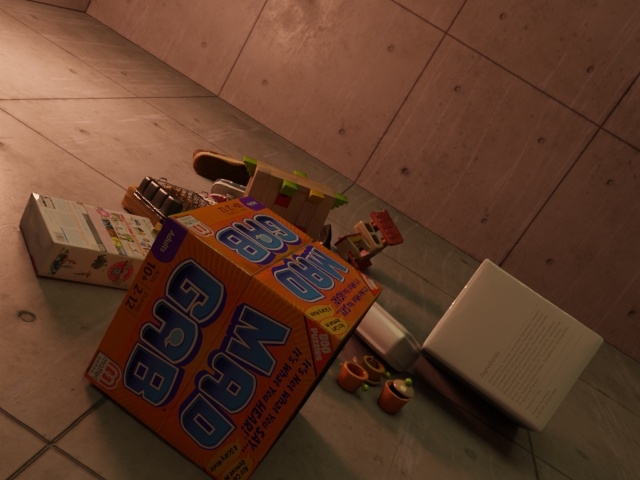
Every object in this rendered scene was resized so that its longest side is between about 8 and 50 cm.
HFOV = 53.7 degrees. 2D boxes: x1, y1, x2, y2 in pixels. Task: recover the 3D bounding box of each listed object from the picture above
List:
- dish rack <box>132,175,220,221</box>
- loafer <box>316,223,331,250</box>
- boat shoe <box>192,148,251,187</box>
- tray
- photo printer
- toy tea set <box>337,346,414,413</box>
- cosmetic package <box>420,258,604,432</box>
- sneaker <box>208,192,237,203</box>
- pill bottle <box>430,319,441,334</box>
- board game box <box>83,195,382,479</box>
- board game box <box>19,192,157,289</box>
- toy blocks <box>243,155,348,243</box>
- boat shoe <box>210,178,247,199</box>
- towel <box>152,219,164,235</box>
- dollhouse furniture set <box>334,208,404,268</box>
[{"bbox_3d":[-0.364,-0.095,1.785,0.271,0.074,0.208,16,16,-48],"label":"dish rack"},{"bbox_3d":[0.000,0.000,2.449,0.078,0.080,0.220,-1,19,5],"label":"loafer"},{"bbox_3d":[-0.352,-0.284,2.539,0.342,0.123,0.123,16,24,-25],"label":"boat shoe"},{"bbox_3d":[-0.371,-0.019,1.857,0.411,0.076,0.203,37,19,19],"label":"tray"},{"bbox_3d":[0.140,0.234,1.849,0.307,0.107,0.256,42,-4,29],"label":"photo printer"},{"bbox_3d":[0.103,0.310,1.666,0.336,0.124,0.200,30,17,-5],"label":"toy tea set"},{"bbox_3d":[0.551,0.319,1.904,0.393,0.327,0.329,36,-6,13],"label":"cosmetic package"},{"bbox_3d":[-0.343,-0.136,2.240,0.170,0.063,0.075,18,22,-50],"label":"sneaker"},{"bbox_3d":[0.482,0.354,2.230,0.169,0.094,0.094,28,18,-10],"label":"pill bottle"},{"bbox_3d":[-0.150,0.171,1.230,0.356,0.356,0.356,35,17,8],"label":"board game box"},{"bbox_3d":[-0.520,0.009,1.489,0.303,0.098,0.224,14,24,-42],"label":"board game box"},{"bbox_3d":[-0.133,-0.102,2.211,0.381,0.261,0.191,19,22,-16],"label":"toy blocks"},{"bbox_3d":[-0.283,-0.156,2.351,0.254,0.095,0.079,21,30,-5],"label":"boat shoe"},{"bbox_3d":[-0.381,-0.034,1.682,0.102,0.021,0.237,29,11,-12],"label":"towel"},{"bbox_3d":[0.129,0.008,2.377,0.374,0.201,0.152,-10,66,-55],"label":"dollhouse furniture set"}]
